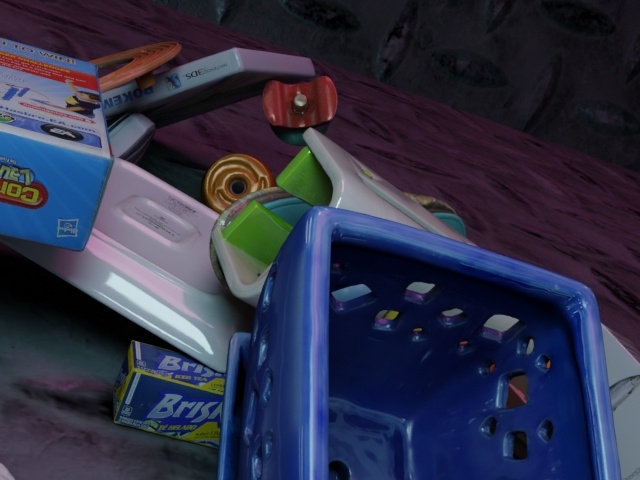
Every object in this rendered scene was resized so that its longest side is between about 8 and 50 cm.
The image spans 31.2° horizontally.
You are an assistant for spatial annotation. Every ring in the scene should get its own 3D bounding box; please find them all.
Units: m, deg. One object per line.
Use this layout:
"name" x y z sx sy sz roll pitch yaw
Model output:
"ring" -0.325 -0.173 1.385 0.337 0.032 0.336 -17 17 5

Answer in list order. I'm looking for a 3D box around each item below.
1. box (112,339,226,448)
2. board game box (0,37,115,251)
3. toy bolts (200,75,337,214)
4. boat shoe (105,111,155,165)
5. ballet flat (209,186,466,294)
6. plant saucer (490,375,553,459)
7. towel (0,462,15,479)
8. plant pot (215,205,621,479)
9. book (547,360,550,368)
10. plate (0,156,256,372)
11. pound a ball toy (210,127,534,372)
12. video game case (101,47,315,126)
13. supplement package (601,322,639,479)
"box" -0.091 0.141 0.987 0.169 0.054 0.059 17 17 -17
"board game box" -0.344 -0.118 0.979 0.308 0.086 0.302 14 18 -18
"toy bolts" -0.053 -0.106 1.601 0.218 0.228 0.158 1 -10 -1
"boat shoe" -0.291 -0.099 1.345 0.119 0.121 0.335 28 19 1
"ballet flat" 0.000 0.000 1.117 0.349 0.123 0.123 -3 30 -46
"plant saucer" 0.184 0.150 1.213 0.278 0.041 0.278 41 11 -10
"towel" -0.256 0.211 0.561 0.317 0.053 0.332 11 22 -36
"plant pot" 0.049 0.145 0.794 0.236 0.212 0.235 15 56 -21
"book" 0.266 0.168 1.415 0.144 0.035 0.096 14 22 -28
"plate" -0.165 -0.003 1.106 0.277 0.045 0.278 30 18 2
"pound a ball toy" 0.047 0.081 0.971 0.319 0.208 0.135 34 18 -37
"video game case" -0.191 -0.200 1.587 0.300 0.036 0.329 -16 2 17
"supplement package" 0.330 0.190 1.203 0.105 0.105 0.179 27 20 -53
